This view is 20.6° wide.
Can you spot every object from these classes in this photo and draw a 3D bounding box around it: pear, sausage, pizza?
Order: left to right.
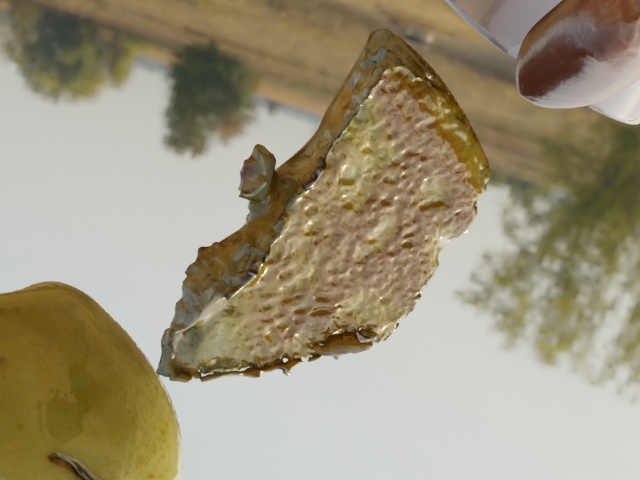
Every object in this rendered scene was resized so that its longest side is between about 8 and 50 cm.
[{"bbox_3d":[-0.274,0.179,1.574,0.309,0.309,0.309,18,-176,-1],"label":"pear"},{"bbox_3d":[0.000,0.000,1.285,0.189,0.297,0.071,39,177,-38],"label":"pizza"},{"bbox_3d":[0.177,-0.127,1.123,0.077,0.077,0.194,17,170,-8],"label":"sausage"}]

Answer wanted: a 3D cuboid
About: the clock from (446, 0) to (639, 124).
[{"bbox_3d":[0.189,-0.174,1.374,0.197,0.068,0.197,31,-162,-11],"label":"clock"}]
